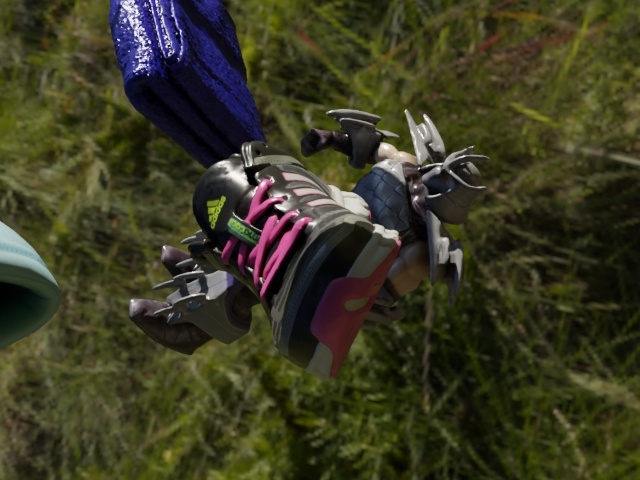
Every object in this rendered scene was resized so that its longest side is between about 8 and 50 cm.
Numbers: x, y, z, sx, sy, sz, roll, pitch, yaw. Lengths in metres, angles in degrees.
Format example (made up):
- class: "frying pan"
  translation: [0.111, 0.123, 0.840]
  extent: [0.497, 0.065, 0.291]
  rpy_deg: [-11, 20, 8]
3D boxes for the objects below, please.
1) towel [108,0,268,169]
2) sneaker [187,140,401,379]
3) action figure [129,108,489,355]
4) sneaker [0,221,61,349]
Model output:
- class: "towel"
  translation: [-0.142, -0.210, 1.265]
  extent: [0.227, 0.076, 0.308]
  rpy_deg: [39, -157, -40]
- class: "sneaker"
  translation: [-0.018, 0.001, 0.443]
  extent: [0.063, 0.074, 0.170]
  rpy_deg: [-62, 10, 11]
- class: "action figure"
  translation: [0.000, 0.000, 0.835]
  extent: [0.099, 0.285, 0.185]
  rpy_deg: [46, -148, -34]
- class: "sneaker"
  translation: [-0.320, 0.067, 0.722]
  extent: [0.366, 0.150, 0.135]
  rpy_deg: [-35, -37, -47]
